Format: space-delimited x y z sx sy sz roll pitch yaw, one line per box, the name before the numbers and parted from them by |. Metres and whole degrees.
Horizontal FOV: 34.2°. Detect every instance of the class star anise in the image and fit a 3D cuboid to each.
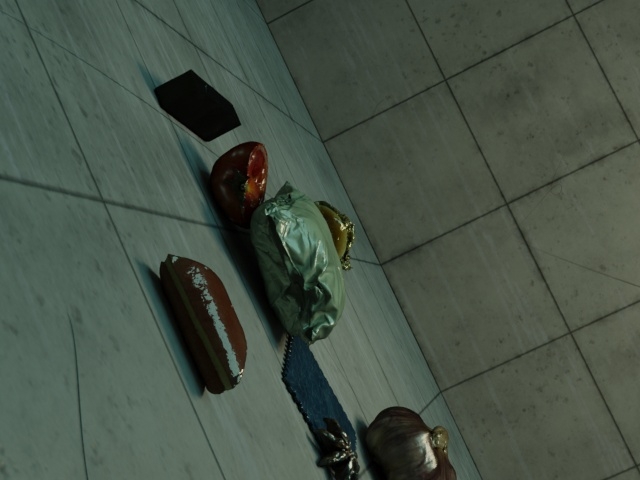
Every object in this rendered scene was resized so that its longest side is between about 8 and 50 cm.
star anise | 0.033 0.359 1.749 0.141 0.042 0.141 58 16 -27

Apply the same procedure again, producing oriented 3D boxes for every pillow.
pillow | -0.041 0.036 1.918 0.310 0.138 0.283 -50 123 -80

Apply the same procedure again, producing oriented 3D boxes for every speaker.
speaker | -0.223 -0.243 1.910 0.044 0.082 0.218 67 11 16

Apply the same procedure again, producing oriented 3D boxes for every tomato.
tomato | -0.154 -0.102 1.882 0.139 0.091 0.159 -29 124 -74

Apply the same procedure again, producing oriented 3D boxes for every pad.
pad | 0.003 0.303 1.881 0.269 0.012 0.270 62 9 -15

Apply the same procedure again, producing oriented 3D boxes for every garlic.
garlic | 0.196 0.441 2.125 0.245 0.160 0.245 59 1 -1

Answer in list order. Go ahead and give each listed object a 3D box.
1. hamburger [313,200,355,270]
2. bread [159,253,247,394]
hamburger | 0.000 0.000 2.256 0.185 0.159 0.131 43 6 -2
bread | -0.147 0.106 1.383 0.192 0.067 0.119 65 9 7
